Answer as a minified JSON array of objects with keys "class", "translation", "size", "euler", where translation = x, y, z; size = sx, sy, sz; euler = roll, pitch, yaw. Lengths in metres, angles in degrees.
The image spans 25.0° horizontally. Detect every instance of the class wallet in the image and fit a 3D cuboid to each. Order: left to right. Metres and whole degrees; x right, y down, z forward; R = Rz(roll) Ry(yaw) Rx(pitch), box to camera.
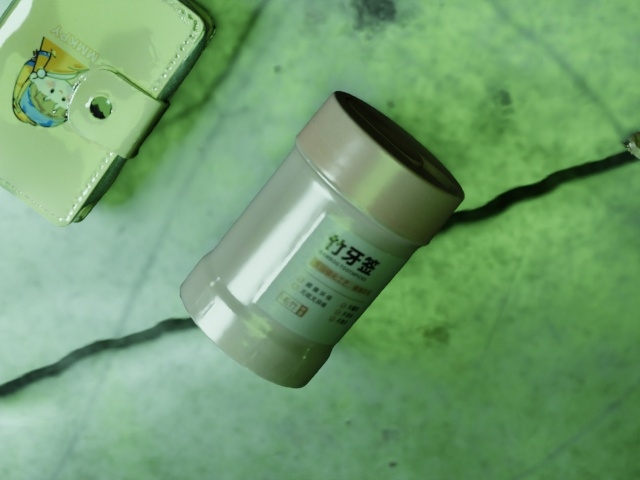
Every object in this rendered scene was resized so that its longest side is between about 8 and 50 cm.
[{"class":"wallet","translation":[-0.144,-0.096,0.851],"size":[0.110,0.039,0.155],"euler":[36,104,-4]}]

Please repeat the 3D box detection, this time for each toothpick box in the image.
[{"class":"toothpick box","translation":[0.000,0.000,0.839],"size":[0.098,0.098,0.149],"euler":[38,105,-7]}]

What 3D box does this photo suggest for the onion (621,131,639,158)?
[{"class":"onion","translation":[0.230,-0.025,0.823],"size":[0.140,0.150,0.150],"euler":[21,108,29]}]
